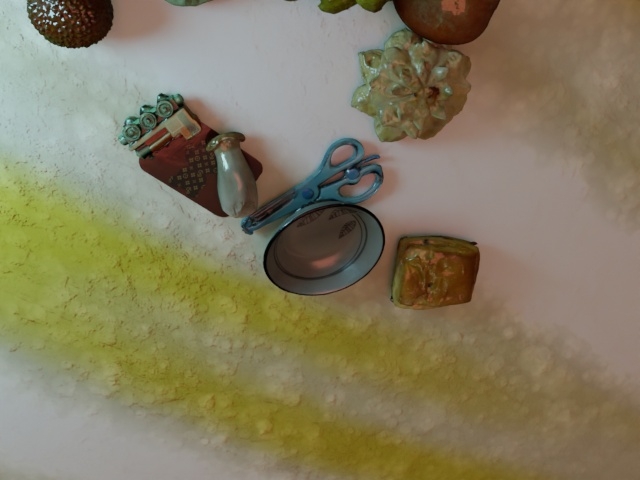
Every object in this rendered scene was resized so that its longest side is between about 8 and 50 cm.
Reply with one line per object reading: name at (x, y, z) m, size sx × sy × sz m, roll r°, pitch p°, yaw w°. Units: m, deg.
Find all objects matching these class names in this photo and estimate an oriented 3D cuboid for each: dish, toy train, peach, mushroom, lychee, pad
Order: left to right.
lychee at (-0.500, -0.478, 1.424) m, size 0.197 × 0.165 × 0.165 m, roll -29°, pitch 118°, yaw 20°
toy train at (-0.370, -0.255, 1.604) m, size 0.176 × 0.074 × 0.118 m, roll -36°, pitch 116°, yaw 5°
pad at (-0.287, -0.181, 1.695) m, size 0.267 × 0.004 × 0.181 m, roll 32°, pitch 104°, yaw -23°
mushroom at (-0.207, -0.155, 1.675) m, size 0.097 × 0.088 × 0.213 m, roll -5°, pitch 114°, yaw 26°
dish at (0.000, 0.000, 1.767) m, size 0.316 × 0.106 × 0.317 m, roll -10°, pitch 134°, yaw -10°
peach at (0.284, -0.552, 1.515) m, size 0.252 × 0.252 × 0.253 m, roll -5°, pitch 115°, yaw -10°

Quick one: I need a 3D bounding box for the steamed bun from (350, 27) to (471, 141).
steamed bun at (0.218, -0.354, 1.651) m, size 0.295 × 0.137 × 0.292 m, roll 30°, pitch 109°, yaw -25°

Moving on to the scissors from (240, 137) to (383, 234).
scissors at (-0.025, -0.120, 1.763) m, size 0.392 × 0.032 × 0.180 m, roll -28°, pitch 119°, yaw 2°

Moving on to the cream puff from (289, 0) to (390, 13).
cream puff at (0.046, -0.626, 1.430) m, size 0.378 × 0.275 × 0.379 m, roll 0°, pitch 89°, yaw 13°

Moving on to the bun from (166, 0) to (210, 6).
bun at (-0.270, -0.579, 1.451) m, size 0.195 × 0.118 × 0.196 m, roll -6°, pitch 114°, yaw -13°

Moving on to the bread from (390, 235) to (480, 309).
bread at (0.314, 0.091, 1.896) m, size 0.235 × 0.099 × 0.211 m, roll 0°, pitch 114°, yaw -12°
